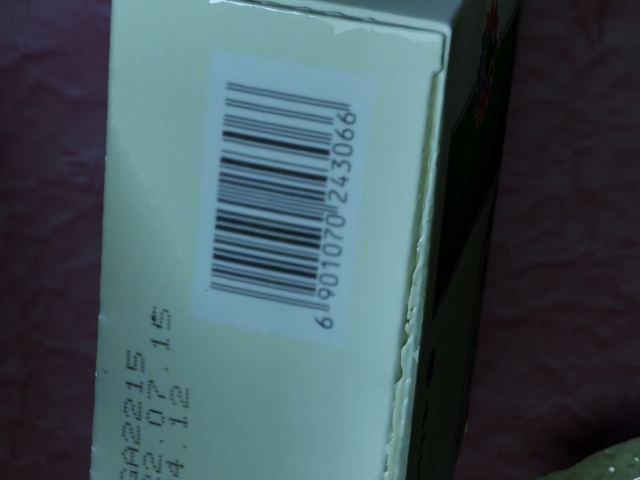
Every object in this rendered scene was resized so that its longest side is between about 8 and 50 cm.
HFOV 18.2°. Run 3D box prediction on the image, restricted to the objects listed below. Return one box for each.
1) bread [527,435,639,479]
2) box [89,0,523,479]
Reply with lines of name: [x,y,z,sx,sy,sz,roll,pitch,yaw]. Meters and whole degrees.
bread: [0.180,0.099,0.685,0.192,0.067,0.119,-21,102,16]
box: [0.000,0.000,0.611,0.095,0.168,0.212,10,116,9]
